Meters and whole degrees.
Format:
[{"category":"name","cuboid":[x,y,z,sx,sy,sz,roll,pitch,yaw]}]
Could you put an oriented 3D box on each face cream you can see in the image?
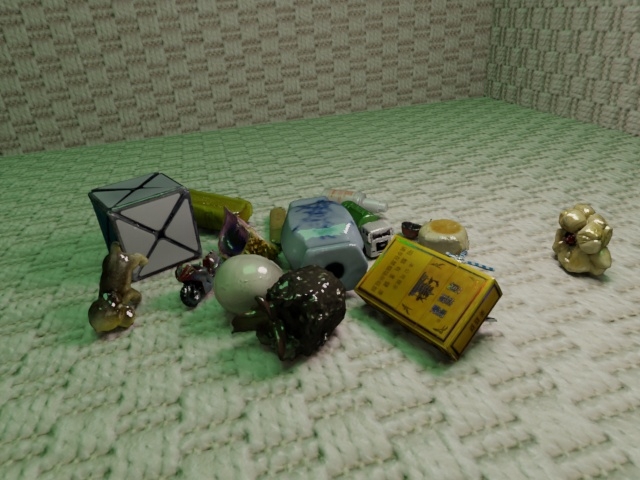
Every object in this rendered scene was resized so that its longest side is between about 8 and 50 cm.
[{"category":"face cream","cuboid":[0.129,-0.136,1.666,0.251,0.101,0.101,8,30,22]}]

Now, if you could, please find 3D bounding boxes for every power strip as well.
[{"category":"power strip","cuboid":[-0.151,-0.047,1.602,0.064,0.044,0.305,-6,29,-3]}]

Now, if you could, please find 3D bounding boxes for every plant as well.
[{"category":"plant","cuboid":[-0.057,0.165,1.035,0.204,0.178,0.234,24,32,38]}]

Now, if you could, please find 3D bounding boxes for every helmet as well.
[{"category":"helmet","cuboid":[0.311,-0.030,1.496,0.084,0.049,0.065,24,29,39]}]

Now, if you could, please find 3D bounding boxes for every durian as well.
[{"category":"durian","cuboid":[-0.222,0.013,1.410,0.186,0.154,0.260,11,16,-21]}]

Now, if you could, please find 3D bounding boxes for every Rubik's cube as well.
[{"category":"Rubik's cube","cuboid":[-0.571,-0.056,1.446,0.254,0.260,0.259,-23,30,-33]}]

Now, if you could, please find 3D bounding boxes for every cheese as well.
[{"category":"cheese","cuboid":[-0.187,0.119,1.156,0.198,0.189,0.154,4,61,17]}]

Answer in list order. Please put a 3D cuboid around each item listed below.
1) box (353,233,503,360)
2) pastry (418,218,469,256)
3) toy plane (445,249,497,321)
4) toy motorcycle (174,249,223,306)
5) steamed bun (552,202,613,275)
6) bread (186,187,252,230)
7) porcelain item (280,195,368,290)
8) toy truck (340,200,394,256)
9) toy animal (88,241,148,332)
[{"category":"box","cuboid":[0.251,0.125,1.073,0.193,0.084,0.301,-52,43,-8]},{"category":"pastry","cuboid":[0.388,-0.008,1.399,0.165,0.088,0.166,-4,27,2]},{"category":"toy plane","cuboid":[0.381,0.127,1.163,0.181,0.107,0.273,-8,41,-23]},{"category":"toy motorcycle","cuboid":[-0.349,0.094,1.277,0.082,0.122,0.213,-8,23,22]},{"category":"steamed bun","cuboid":[0.730,0.010,1.246,0.106,0.178,0.192,-14,42,0]},{"category":"bread","cuboid":[-0.435,-0.110,1.682,0.383,0.112,0.166,12,34,26]},{"category":"porcelain item","cuboid":[0.000,0.000,1.343,0.242,0.179,0.405,-9,25,-7]},{"category":"toy truck","cuboid":[0.140,-0.044,1.465,0.101,0.125,0.242,-15,31,-22]},{"category":"toy animal","cuboid":[-0.544,0.131,1.188,0.121,0.233,0.169,5,-13,-5]}]
